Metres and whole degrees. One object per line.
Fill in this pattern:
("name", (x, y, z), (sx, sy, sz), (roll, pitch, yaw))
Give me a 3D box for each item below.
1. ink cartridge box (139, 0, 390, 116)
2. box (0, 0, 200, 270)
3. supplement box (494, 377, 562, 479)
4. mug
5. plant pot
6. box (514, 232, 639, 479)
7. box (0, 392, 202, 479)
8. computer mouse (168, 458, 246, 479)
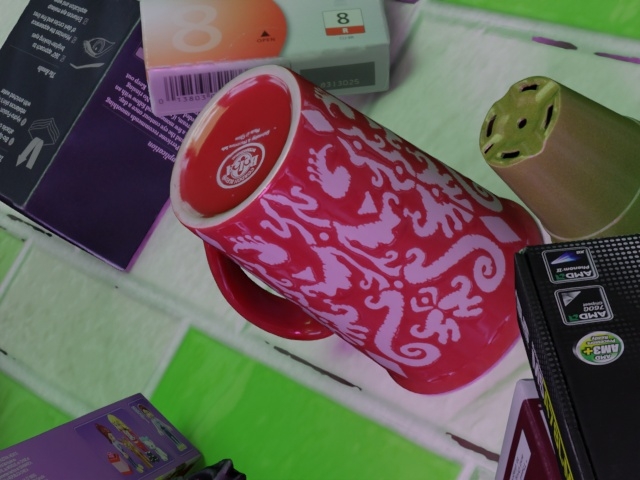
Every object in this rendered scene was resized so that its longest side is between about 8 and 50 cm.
("ink cartridge box", (-0.038, -0.156, 1.208), (0.145, 0.045, 0.179), (-6, 49, -3))
("box", (-0.157, -0.084, 1.318), (0.158, 0.093, 0.156), (-58, 35, -4))
("supplement box", (0.126, 0.178, 0.742), (0.239, 0.073, 0.130), (-104, 15, -46))
("mug", (0.004, 0.004, 0.991), (0.150, 0.169, 0.113), (-44, 38, 17))
("plant pot", (0.121, -0.040, 0.964), (0.083, 0.079, 0.083), (-31, 43, 34))
("box", (0.179, 0.059, 0.728), (0.191, 0.045, 0.184), (-6, 33, -1))
("box", (-0.187, 0.186, 1.017), (0.201, 0.057, 0.293), (-48, -8, 14))
("computer mouse", (-0.100, 0.223, 0.820), (0.188, 0.072, 0.272), (-42, 34, 22))
